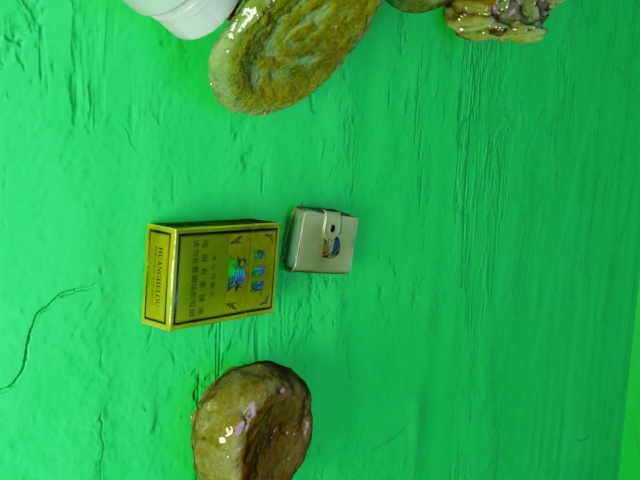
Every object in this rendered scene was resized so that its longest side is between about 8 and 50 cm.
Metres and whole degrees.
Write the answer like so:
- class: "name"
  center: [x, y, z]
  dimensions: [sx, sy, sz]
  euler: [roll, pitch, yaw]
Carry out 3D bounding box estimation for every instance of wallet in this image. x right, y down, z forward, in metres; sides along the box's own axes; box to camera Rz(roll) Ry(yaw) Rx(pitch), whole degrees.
- class: "wallet"
  center: [0.000, 0.000, 1.466]
  dimensions: [0.155, 0.039, 0.110]
  euler: [6, 96, -54]

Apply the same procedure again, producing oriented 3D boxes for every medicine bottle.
- class: "medicine bottle"
  center: [-0.203, -0.347, 1.026]
  dimensions: [0.225, 0.139, 0.139]
  euler: [37, 68, -50]

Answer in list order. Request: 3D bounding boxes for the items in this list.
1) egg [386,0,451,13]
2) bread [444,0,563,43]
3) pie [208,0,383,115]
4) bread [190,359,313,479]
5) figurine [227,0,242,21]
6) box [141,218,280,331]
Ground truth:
- class: "egg"
  center: [0.185, -0.516, 1.436]
  dimensions: [0.238, 0.238, 0.289]
  euler: [4, 103, -54]
- class: "bread"
  center: [0.421, -0.557, 1.704]
  dimensions: [0.191, 0.314, 0.370]
  euler: [22, 75, -62]
- class: "pie"
  center: [-0.033, -0.289, 1.188]
  dimensions: [0.323, 0.070, 0.323]
  euler: [-37, 164, -12]
- class: "bread"
  center: [-0.108, 0.287, 1.314]
  dimensions: [0.230, 0.123, 0.230]
  euler: [-26, 121, -53]
- class: "figurine"
  center: [-0.054, -0.369, 1.260]
  dimensions: [0.185, 0.127, 0.234]
  euler: [-43, 175, 7]
- class: "box"
  center: [-0.150, 0.043, 1.251]
  dimensions: [0.220, 0.064, 0.141]
  euler: [-5, 102, -51]
